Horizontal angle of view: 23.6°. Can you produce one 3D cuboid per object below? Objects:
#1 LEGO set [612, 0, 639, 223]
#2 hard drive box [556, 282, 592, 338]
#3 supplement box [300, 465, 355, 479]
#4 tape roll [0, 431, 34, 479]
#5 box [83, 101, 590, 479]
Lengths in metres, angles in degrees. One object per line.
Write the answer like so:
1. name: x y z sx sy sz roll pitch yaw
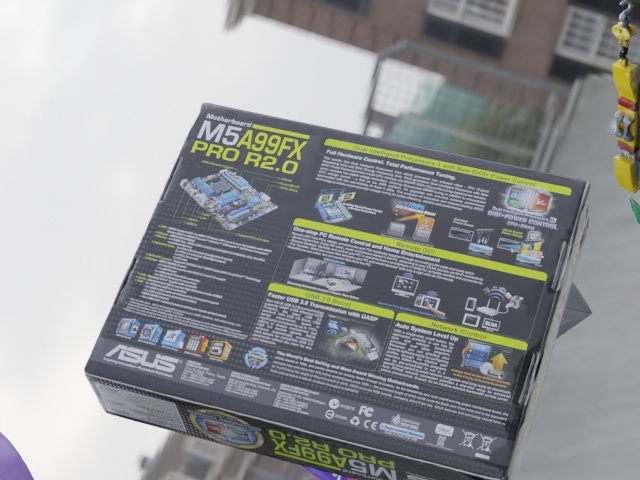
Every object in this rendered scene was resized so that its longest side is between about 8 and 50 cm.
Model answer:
1. LEGO set: 0.235 -0.044 0.744 0.192 0.255 0.331 -33 -20 -28
2. hard drive box: 0.154 0.062 1.598 0.181 0.089 0.232 -35 16 0
3. supplement box: 0.066 0.091 1.221 0.114 0.111 0.220 -1 -70 -42
4. tape roll: -0.237 0.210 0.958 0.080 0.189 0.189 -9 -55 -37
5. box: 0.015 0.036 0.974 0.060 0.270 0.216 79 -153 -57
